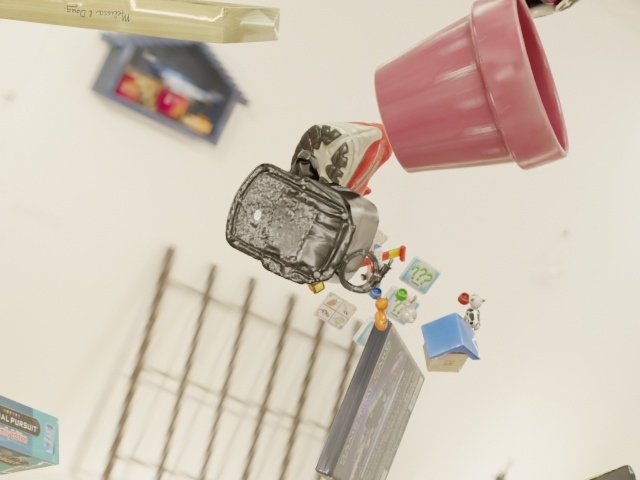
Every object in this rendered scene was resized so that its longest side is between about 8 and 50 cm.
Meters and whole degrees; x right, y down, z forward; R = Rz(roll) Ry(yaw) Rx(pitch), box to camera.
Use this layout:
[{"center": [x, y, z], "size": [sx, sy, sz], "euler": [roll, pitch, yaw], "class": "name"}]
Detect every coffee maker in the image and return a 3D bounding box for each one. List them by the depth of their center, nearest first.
[{"center": [0.000, 0.000, 1.501], "size": [0.171, 0.120, 0.178], "euler": [50, 10, 10], "class": "coffee maker"}]

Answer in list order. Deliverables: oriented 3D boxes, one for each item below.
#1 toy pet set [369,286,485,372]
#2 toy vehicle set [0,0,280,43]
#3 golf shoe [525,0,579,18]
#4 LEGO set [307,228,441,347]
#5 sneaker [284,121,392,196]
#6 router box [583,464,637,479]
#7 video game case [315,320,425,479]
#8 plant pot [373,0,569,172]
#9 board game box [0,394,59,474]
[{"center": [0.127, 0.084, 1.573], "size": [0.122, 0.065, 0.114], "euler": [3, 52, -16], "class": "toy pet set"}, {"center": [-0.192, -0.235, 1.469], "size": [0.266, 0.035, 0.166], "euler": [9, 11, 17], "class": "toy vehicle set"}, {"center": [0.334, -0.342, 1.793], "size": [0.105, 0.120, 0.273], "euler": [43, -28, -11], "class": "golf shoe"}, {"center": [0.089, 0.085, 2.354], "size": [0.244, 0.182, 0.060], "euler": [33, 6, -42], "class": "LEGO set"}, {"center": [0.004, -0.052, 1.798], "size": [0.118, 0.279, 0.107], "euler": [-13, 68, -38], "class": "sneaker"}, {"center": [0.252, 0.327, 1.034], "size": [0.243, 0.081, 0.309], "euler": [53, 14, -71], "class": "router box"}, {"center": [0.067, 0.222, 1.769], "size": [0.026, 0.196, 0.274], "euler": [18, -14, 19], "class": "video game case"}, {"center": [0.165, -0.163, 1.608], "size": [0.180, 0.201, 0.201], "euler": [-16, -11, 17], "class": "plant pot"}, {"center": [-0.594, 0.295, 2.096], "size": [0.336, 0.079, 0.254], "euler": [-13, -23, 18], "class": "board game box"}]
